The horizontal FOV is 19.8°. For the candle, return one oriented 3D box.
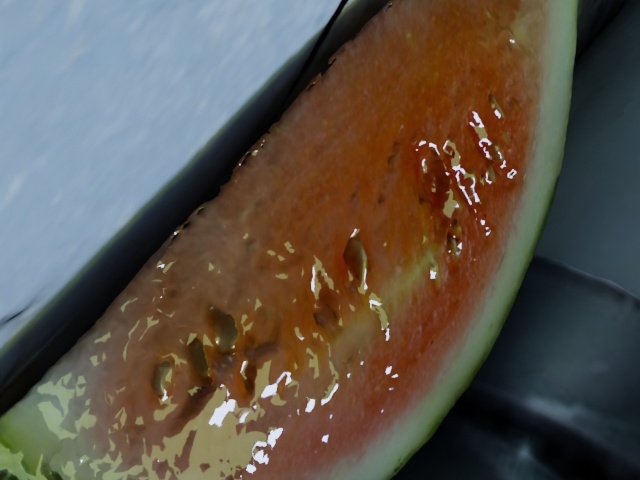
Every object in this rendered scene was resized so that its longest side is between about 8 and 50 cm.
[{"bbox_3d":[0.154,0.023,0.653,0.342,0.221,0.221,-49,165,-23],"label":"candle"}]

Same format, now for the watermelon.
[{"bbox_3d":[0.005,0.001,0.472,0.245,0.063,0.119,-44,149,-32],"label":"watermelon"}]
